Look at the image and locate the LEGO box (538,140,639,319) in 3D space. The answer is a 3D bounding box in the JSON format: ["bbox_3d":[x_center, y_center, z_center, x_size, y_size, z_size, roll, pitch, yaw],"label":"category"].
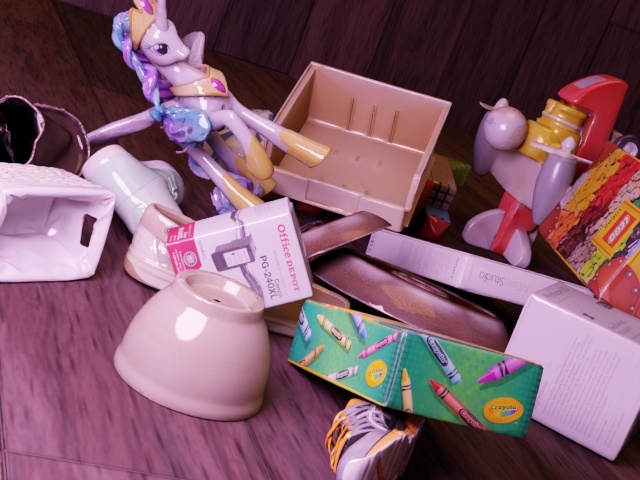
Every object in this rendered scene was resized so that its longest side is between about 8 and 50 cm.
[{"bbox_3d":[0.614,0.098,1.741,0.500,0.193,0.372,36,11,-12],"label":"LEGO box"}]

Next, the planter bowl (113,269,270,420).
[{"bbox_3d":[-0.118,0.097,1.170,0.162,0.109,0.162,20,15,-6],"label":"planter bowl"}]

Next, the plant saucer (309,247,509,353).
[{"bbox_3d":[0.131,0.079,1.579,0.310,0.050,0.310,24,3,-1],"label":"plant saucer"}]

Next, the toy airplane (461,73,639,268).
[{"bbox_3d":[0.404,-0.145,2.230,0.272,0.384,0.386,38,-36,-24],"label":"toy airplane"}]

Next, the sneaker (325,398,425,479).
[{"bbox_3d":[0.041,0.201,1.094,0.083,0.084,0.215,24,5,11],"label":"sneaker"}]

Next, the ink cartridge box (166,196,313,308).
[{"bbox_3d":[-0.092,0.025,1.330,0.150,0.109,0.063,-15,17,2],"label":"ink cartridge box"}]

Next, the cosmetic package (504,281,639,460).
[{"bbox_3d":[0.344,0.164,1.482,0.183,0.152,0.151,27,15,21],"label":"cosmetic package"}]

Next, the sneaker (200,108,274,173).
[{"bbox_3d":[-0.164,-0.202,2.147,0.130,0.112,0.296,19,14,-8],"label":"sneaker"}]

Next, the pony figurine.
[{"bbox_3d":[-0.202,-0.195,1.735,0.363,0.303,0.351,45,-30,-12],"label":"pony figurine"}]

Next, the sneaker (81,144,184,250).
[{"bbox_3d":[-0.226,-0.036,1.571,0.151,0.094,0.256,52,7,13],"label":"sneaker"}]

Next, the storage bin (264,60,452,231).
[{"bbox_3d":[0.060,-0.161,1.944,0.262,0.123,0.260,18,39,8],"label":"storage bin"}]

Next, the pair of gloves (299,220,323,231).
[{"bbox_3d":[-0.033,-0.013,1.587,0.074,0.010,0.083,-21,-1,-5],"label":"pair of gloves"}]

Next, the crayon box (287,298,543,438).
[{"bbox_3d":[0.093,0.134,1.235,0.165,0.081,0.278,16,-2,-22],"label":"crayon box"}]

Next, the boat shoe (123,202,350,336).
[{"bbox_3d":[-0.089,0.039,1.427,0.302,0.098,0.109,20,15,-13],"label":"boat shoe"}]

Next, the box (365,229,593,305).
[{"bbox_3d":[0.239,0.050,1.774,0.232,0.059,0.322,16,2,-24],"label":"box"}]

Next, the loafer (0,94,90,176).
[{"bbox_3d":[-0.379,-0.109,1.401,0.130,0.134,0.366,-18,2,21],"label":"loafer"}]

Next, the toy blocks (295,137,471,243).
[{"bbox_3d":[0.103,-0.103,2.109,0.381,0.191,0.261,17,27,-11],"label":"toy blocks"}]

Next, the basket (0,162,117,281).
[{"bbox_3d":[-0.335,-0.025,1.293,0.103,0.113,0.167,29,17,33],"label":"basket"}]

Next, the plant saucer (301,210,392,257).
[{"bbox_3d":[0.000,0.000,1.564,0.198,0.036,0.198,-22,0,0],"label":"plant saucer"}]
